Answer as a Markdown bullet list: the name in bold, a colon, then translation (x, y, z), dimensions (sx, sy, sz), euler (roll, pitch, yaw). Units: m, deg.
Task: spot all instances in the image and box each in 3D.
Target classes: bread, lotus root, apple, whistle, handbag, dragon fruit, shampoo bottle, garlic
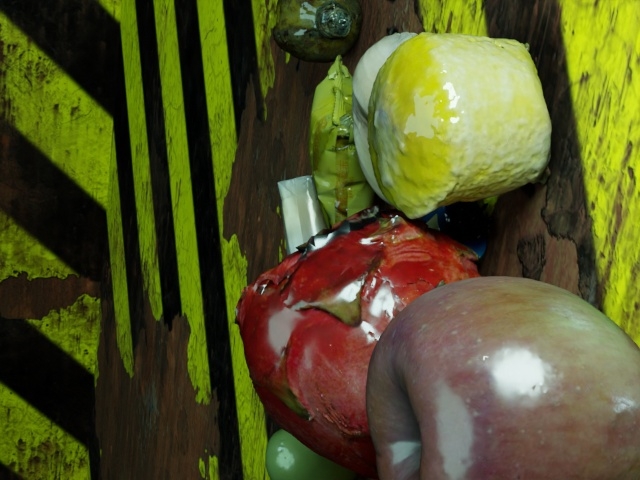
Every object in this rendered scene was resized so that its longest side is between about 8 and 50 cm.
- **bread**: translation (0.139, -0.123, 1.704), dimensions (0.197, 0.171, 0.197), euler (177, 90, -74)
- **lotus root**: translation (-0.001, -0.300, 2.215), dimensions (0.209, 0.120, 0.120), euler (-158, 67, -70)
- **apple**: translation (0.180, 0.170, 1.508), dimensions (0.306, 0.235, 0.305), euler (175, 90, -73)
- **whistle**: translation (0.001, 0.243, 2.302), dimensions (0.141, 0.141, 0.294), euler (129, 155, -64)
- **handbag**: translation (0.000, 0.000, 2.271), dimensions (0.117, 0.095, 0.173), euler (11, -110, -65)
- **dragon fruit**: translation (0.064, 0.107, 1.776), dimensions (0.295, 0.302, 0.295), euler (-48, 5, 5)
- **shampoo bottle**: translation (0.148, -0.001, 1.884), dimensions (0.183, 0.050, 0.087), euler (132, 128, -65)
- **garlic**: translation (0.094, -0.147, 1.950), dimensions (0.228, 0.110, 0.217), euler (-117, 27, -51)

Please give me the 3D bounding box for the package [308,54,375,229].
- **package**: translation (0.031, -0.113, 2.140), dimensions (0.168, 0.090, 0.226), euler (-97, 4, -49)
